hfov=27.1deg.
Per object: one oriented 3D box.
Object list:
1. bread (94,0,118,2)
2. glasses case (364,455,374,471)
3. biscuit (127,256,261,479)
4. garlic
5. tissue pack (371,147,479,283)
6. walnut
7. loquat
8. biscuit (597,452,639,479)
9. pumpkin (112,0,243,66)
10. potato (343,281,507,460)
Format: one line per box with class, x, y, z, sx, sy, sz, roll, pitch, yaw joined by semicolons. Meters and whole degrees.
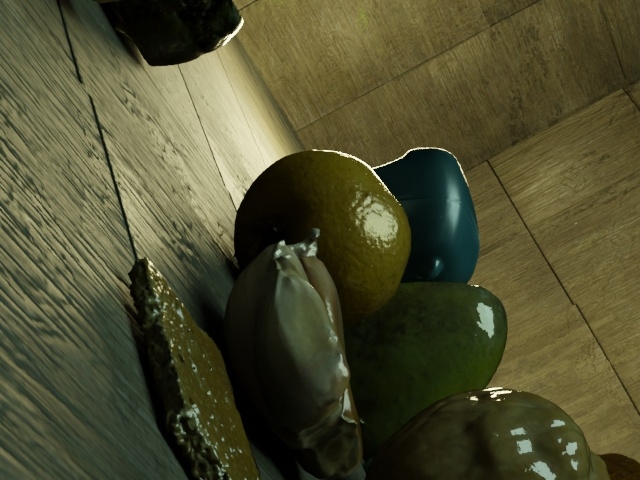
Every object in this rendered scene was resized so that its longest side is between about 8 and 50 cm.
bread;-0.236;-0.351;1.303;0.236;0.140;0.106;62;8;-5
glasses case;0.114;0.347;1.723;0.184;0.039;0.078;57;6;-47
biscuit;-0.079;0.127;0.915;0.131;0.026;0.237;55;8;-45
garlic;-0.026;0.105;1.202;0.217;0.110;0.228;74;5;-47
tissue pack;0.082;0.001;1.925;0.198;0.287;0.206;59;28;-56
walnut;0.191;0.302;1.462;0.285;0.285;0.296;-107;175;-68
loquat;0.000;0.000;1.519;0.208;0.208;0.208;61;4;-8
biscuit;0.252;0.317;1.826;0.283;0.431;0.064;-62;170;-66
pumpkin;-0.221;-0.368;1.609;0.317;0.139;0.222;64;2;11
potato;0.121;0.126;1.769;0.269;0.255;0.112;65;4;33
